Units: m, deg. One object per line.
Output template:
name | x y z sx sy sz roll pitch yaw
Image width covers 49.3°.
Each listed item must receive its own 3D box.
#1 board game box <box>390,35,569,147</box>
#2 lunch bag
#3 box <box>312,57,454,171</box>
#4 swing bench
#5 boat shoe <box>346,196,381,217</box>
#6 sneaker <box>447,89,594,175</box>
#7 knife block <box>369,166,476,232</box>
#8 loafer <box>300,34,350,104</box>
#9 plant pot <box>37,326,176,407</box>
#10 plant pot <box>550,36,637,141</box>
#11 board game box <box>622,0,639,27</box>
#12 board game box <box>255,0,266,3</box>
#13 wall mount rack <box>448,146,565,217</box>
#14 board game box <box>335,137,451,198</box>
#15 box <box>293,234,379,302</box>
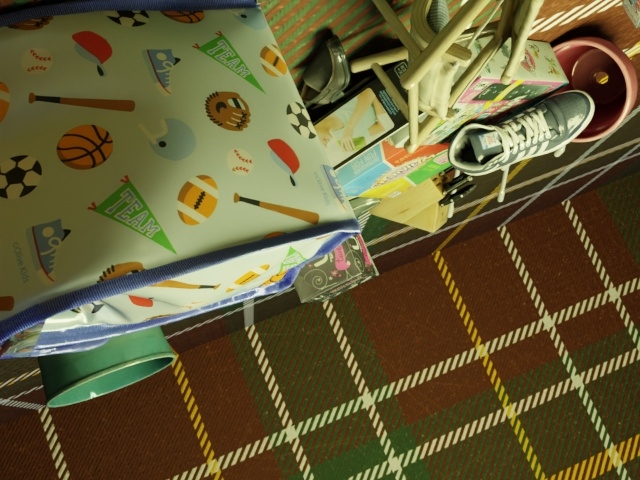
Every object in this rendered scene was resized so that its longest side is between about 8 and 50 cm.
board game box | 0.289 -0.277 1.311 0.303 0.097 0.224 -12 164 -44
lunch bag | -0.210 -0.072 0.755 0.385 0.327 0.239 -15 163 -37
box | 0.070 -0.197 1.158 0.290 0.087 0.169 -30 -173 29
swing bench | 0.173 -0.274 0.878 0.255 0.165 0.253 -32 168 1
boat shoe | 0.037 -0.034 1.857 0.319 0.099 0.116 -29 166 23
sneaker | 0.374 -0.203 1.323 0.282 0.099 0.153 -26 170 27
knife block | 0.265 -0.156 1.796 0.276 0.242 0.088 18 -149 27
loafer | 0.005 -0.243 1.031 0.061 0.062 0.170 -16 165 -8
plant pot | -0.481 0.183 1.479 0.272 0.255 0.271 -23 167 -6
plant pot | 0.547 -0.319 1.417 0.201 0.201 0.180 -35 179 42
board game box | 0.624 -0.462 1.220 0.194 0.060 0.194 -22 169 -5
board game box | 0.011 -0.329 0.757 0.186 0.026 0.126 -21 167 -9
wall mount rack | 0.478 -0.199 1.887 0.350 0.130 0.304 -15 165 -29
board game box | 0.178 -0.180 1.581 0.242 0.064 0.316 -30 166 29
box | 0.000 0.000 1.589 0.163 0.247 0.142 -28 168 18
